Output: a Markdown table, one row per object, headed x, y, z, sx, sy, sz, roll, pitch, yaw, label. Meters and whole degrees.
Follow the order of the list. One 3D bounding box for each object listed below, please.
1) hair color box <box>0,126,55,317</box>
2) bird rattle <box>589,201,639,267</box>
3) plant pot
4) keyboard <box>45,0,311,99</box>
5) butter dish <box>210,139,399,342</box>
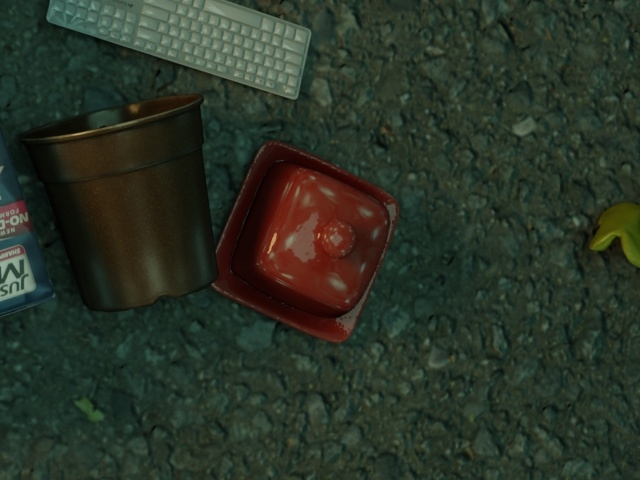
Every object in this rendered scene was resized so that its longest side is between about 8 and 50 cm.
| x | y | z | sx | sy | sz | roll | pitch | yaw | label |
| --- | --- | --- | --- | --- | --- | --- | --- | --- | --- |
| -0.341 | -0.098 | 1.516 | 0.105 | 0.174 | 0.347 | -19 | 95 | -20 | hair color box |
| 0.396 | -0.057 | 1.780 | 0.143 | 0.207 | 0.254 | 31 | 88 | -35 | bird rattle |
| -0.167 | -0.032 | 1.594 | 0.167 | 0.167 | 0.165 | -16 | 103 | -20 | plant pot |
| -0.128 | -0.200 | 1.670 | 0.256 | 0.014 | 0.072 | 16 | 86 | -24 | keyboard |
| 0.000 | 0.000 | 1.667 | 0.160 | 0.118 | 0.160 | 25 | 80 | -17 | butter dish |
